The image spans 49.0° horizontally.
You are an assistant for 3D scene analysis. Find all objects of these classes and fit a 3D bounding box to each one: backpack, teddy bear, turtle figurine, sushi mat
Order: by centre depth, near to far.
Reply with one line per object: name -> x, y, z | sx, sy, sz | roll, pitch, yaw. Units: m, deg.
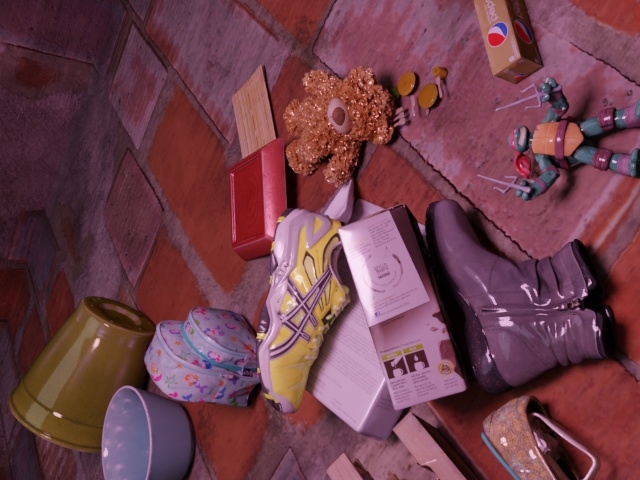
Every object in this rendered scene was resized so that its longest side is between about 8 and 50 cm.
turtle figurine -> 0.350, -0.149, 1.027 | 0.234, 0.118, 0.175 | 5, 102, 37
teddy bear -> 0.009, -0.241, 1.461 | 0.338, 0.113, 0.245 | 22, 104, 57
backpack -> -0.266, 0.268, 1.621 | 0.225, 0.254, 0.191 | 46, 119, 46
sushi mat -> -0.161, -0.272, 1.771 | 0.151, 0.019, 0.316 | -34, 59, 42

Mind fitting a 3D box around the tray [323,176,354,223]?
tray -> 0.000, 0.000, 1.473 | 0.270, 0.030, 0.145 | -55, 11, 31

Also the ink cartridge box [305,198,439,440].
ink cartridge box -> 0.094, 0.138, 1.357 | 0.308, 0.091, 0.384 | 28, 89, 51

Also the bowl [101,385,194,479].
bowl -> -0.451, 0.544, 1.880 | 0.312, 0.163, 0.311 | -11, 76, 50

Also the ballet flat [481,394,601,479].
ballet flat -> 0.353, 0.354, 0.947 | 0.123, 0.123, 0.348 | -59, 44, 27

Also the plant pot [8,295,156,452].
plant pot -> -0.661, 0.369, 2.068 | 0.366, 0.367, 0.352 | 34, 98, 49

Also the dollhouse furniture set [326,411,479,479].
dollhouse furniture set -> 0.128, 0.431, 1.138 | 0.242, 0.212, 0.161 | -46, 46, 4

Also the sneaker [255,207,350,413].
sneaker -> -0.026, 0.132, 1.306 | 0.147, 0.145, 0.384 | 6, 87, 11

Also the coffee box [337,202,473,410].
coffee box -> 0.140, 0.107, 1.136 | 0.119, 0.168, 0.297 | -20, 79, 12

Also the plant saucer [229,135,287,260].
plant saucer -> -0.157, -0.092, 1.665 | 0.258, 0.048, 0.259 | -16, 76, 60

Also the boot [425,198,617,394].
boot -> 0.306, 0.048, 1.074 | 0.223, 0.118, 0.338 | -34, 65, 36

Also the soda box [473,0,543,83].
soda box -> 0.305, -0.355, 1.161 | 0.058, 0.061, 0.181 | -31, 60, 46

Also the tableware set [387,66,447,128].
tableware set -> 0.181, -0.280, 1.340 | 0.154, 0.024, 0.104 | -29, 59, 47
